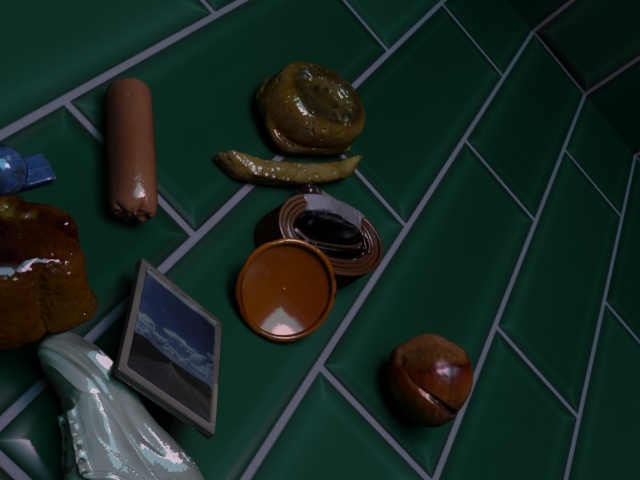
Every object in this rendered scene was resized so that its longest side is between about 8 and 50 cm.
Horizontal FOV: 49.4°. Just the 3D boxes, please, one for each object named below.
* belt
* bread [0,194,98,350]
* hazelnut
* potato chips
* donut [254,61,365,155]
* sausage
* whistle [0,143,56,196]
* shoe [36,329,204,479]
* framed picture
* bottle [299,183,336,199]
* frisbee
[{"bbox_3d":[0.000,0.000,1.400,0.261,0.105,0.184,7,62,-36],"label":"belt"},{"bbox_3d":[-0.440,0.034,0.938,0.246,0.135,0.232,-8,38,-32],"label":"bread"},{"bbox_3d":[0.209,0.274,1.374,0.182,0.182,0.182,22,51,-30],"label":"hazelnut"},{"bbox_3d":[-0.040,-0.152,1.493,0.406,0.057,0.080,-5,73,-44],"label":"potato chips"},{"bbox_3d":[-0.021,-0.295,1.552,0.261,0.128,0.209,-7,69,-46],"label":"donut"},{"bbox_3d":[-0.333,-0.164,1.219,0.086,0.086,0.289,11,58,-37],"label":"sausage"},{"bbox_3d":[-0.472,-0.110,1.058,0.158,0.090,0.090,-28,84,-47],"label":"whistle"},{"bbox_3d":[-0.305,0.279,0.938,0.316,0.124,0.159,48,50,-5],"label":"shoe"},{"bbox_3d":[-0.225,0.160,1.060,0.189,0.023,0.260,45,20,-28],"label":"framed picture"},{"bbox_3d":[-0.008,-0.087,1.472,0.101,0.063,0.047,31,43,-47],"label":"bottle"},{"bbox_3d":[-0.064,0.090,1.278,0.191,0.035,0.192,-2,95,-19],"label":"frisbee"}]
